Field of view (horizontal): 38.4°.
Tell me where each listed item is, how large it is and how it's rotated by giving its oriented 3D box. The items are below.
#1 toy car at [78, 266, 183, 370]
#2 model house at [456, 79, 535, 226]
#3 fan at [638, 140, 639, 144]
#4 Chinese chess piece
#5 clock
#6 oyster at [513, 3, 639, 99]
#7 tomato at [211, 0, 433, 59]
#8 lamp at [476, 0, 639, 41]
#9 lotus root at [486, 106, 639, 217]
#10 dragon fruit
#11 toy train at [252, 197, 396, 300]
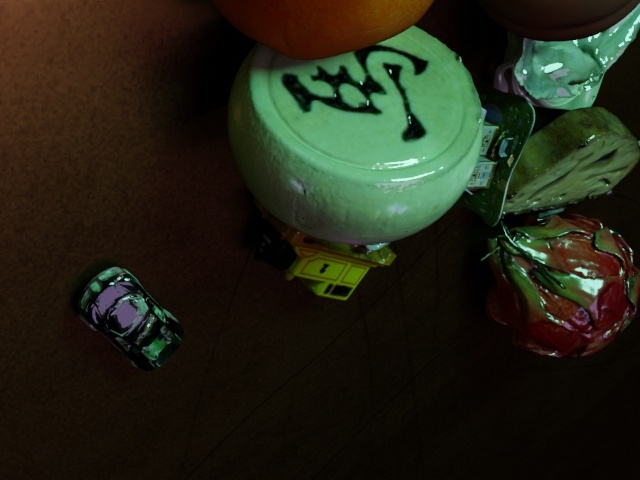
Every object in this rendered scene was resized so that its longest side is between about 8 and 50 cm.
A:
[{"bbox_3d":[-0.194,0.086,0.961,0.069,0.055,0.142,-48,140,-13],"label":"toy car"},{"bbox_3d":[0.178,-0.111,1.140,0.088,0.117,0.167,-3,121,-38],"label":"model house"},{"bbox_3d":[0.583,-0.195,1.540,0.329,0.009,0.191,-32,134,-25],"label":"fan"},{"bbox_3d":[0.034,-0.116,0.897,0.250,0.250,0.101,-29,156,-27],"label":"Chinese chess piece"},{"bbox_3d":[0.305,-0.242,1.210,0.191,0.062,0.152,-8,121,-39],"label":"clock"},{"bbox_3d":[0.321,-0.280,1.105,0.199,0.087,0.252,16,93,-40],"label":"oyster"},{"bbox_3d":[0.001,-0.281,0.792,0.259,0.180,0.260,-5,99,-32],"label":"tomato"},{"bbox_3d":[0.237,-0.353,0.917,0.303,0.256,0.303,2,90,-74],"label":"lamp"},{"bbox_3d":[0.346,-0.112,1.284,0.260,0.075,0.170,-8,148,-37],"label":"lotus root"},{"bbox_3d":[0.333,0.062,1.345,0.293,0.234,0.234,17,104,-27],"label":"dragon fruit"},{"bbox_3d":[0.000,0.000,1.064,0.219,0.089,0.127,14,116,-48],"label":"toy train"}]
